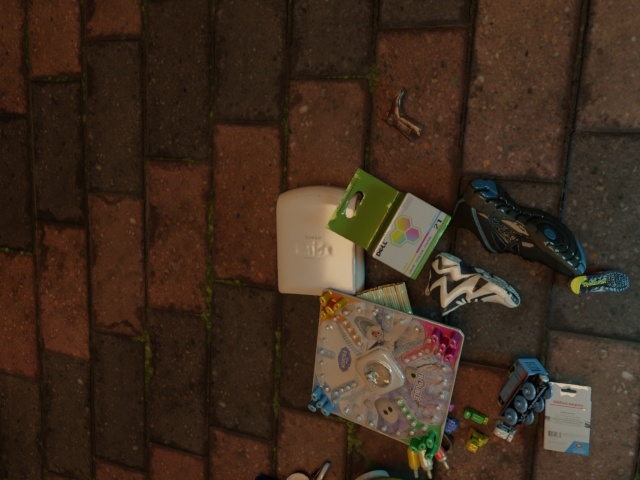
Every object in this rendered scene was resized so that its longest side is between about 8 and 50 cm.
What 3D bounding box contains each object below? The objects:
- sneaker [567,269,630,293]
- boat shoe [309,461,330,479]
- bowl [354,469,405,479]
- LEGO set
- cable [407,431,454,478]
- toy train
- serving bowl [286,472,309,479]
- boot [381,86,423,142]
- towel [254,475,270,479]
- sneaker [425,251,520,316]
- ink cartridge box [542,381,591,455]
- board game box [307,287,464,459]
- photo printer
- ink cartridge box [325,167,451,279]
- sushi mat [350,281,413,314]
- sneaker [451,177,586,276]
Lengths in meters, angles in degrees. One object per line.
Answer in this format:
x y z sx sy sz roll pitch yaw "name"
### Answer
0.666 0.100 1.258 0.144 0.059 0.053 -3 85 2 "sneaker"
-0.018 0.739 1.603 0.040 0.049 0.142 30 92 21 "boat shoe"
0.165 0.749 1.469 0.289 0.289 0.156 -45 38 20 "bowl"
0.397 0.503 1.394 0.227 0.093 0.087 23 105 16 "LEGO set"
0.271 0.512 1.456 0.139 0.072 0.287 -25 88 17 "cable"
0.511 0.388 1.324 0.080 0.105 0.184 5 124 -19 "toy train"
-0.070 0.767 1.642 0.083 0.027 0.083 0 92 -1 "serving bowl"
0.231 -0.327 1.367 0.114 0.037 0.106 40 122 15 "boot"
-0.141 0.925 1.628 0.227 0.076 0.308 11 105 48 "towel"
0.378 0.147 1.351 0.234 0.094 0.153 27 108 16 "sneaker"
0.620 0.437 1.317 0.104 0.060 0.180 3 99 21 "ink cartridge box"
0.153 0.359 1.396 0.389 0.050 0.390 15 113 24 "board game box"
0.000 0.000 1.466 0.255 0.107 0.308 3 99 20 "photo printer"
0.169 -0.044 1.338 0.255 0.097 0.189 28 95 -8 "ink cartridge box"
0.195 0.273 1.427 0.151 0.019 0.317 -16 102 4 "sushi mat"
0.487 -0.015 1.291 0.340 0.125 0.140 37 134 11 "sneaker"
